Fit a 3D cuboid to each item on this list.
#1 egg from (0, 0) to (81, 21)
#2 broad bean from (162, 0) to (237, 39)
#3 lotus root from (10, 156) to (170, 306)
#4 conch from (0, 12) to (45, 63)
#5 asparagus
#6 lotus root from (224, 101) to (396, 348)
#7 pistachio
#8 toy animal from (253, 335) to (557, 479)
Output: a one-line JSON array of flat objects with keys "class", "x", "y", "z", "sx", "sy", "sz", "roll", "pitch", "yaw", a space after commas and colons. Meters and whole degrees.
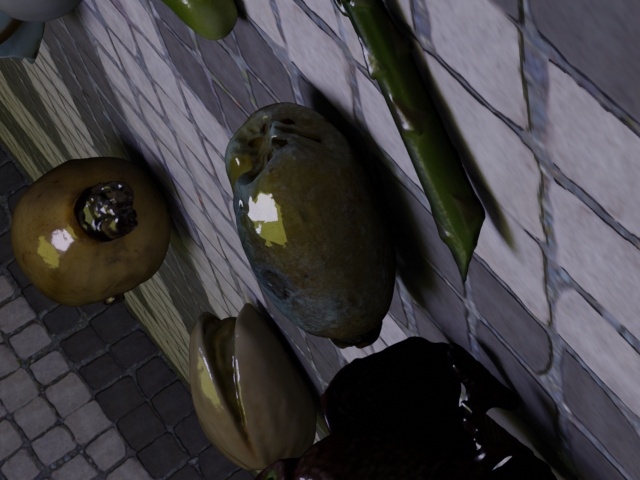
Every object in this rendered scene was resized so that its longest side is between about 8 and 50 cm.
[{"class": "egg", "x": -0.227, "y": -0.228, "z": 1.198, "sx": 0.103, "sy": 0.103, "sz": 0.135, "roll": 49, "pitch": 167, "yaw": 28}, {"class": "broad bean", "x": -0.085, "y": -0.160, "z": 0.966, "sx": 0.083, "sy": 0.045, "sz": 0.063, "roll": 47, "pitch": 170, "yaw": 1}, {"class": "lotus root", "x": -0.256, "y": -0.014, "z": 1.748, "sx": 0.183, "sy": 0.182, "sz": 0.310, "roll": 55, "pitch": 167, "yaw": -1}, {"class": "conch", "x": -0.339, "y": -0.248, "z": 1.400, "sx": 0.249, "sy": 0.197, "sz": 0.368, "roll": 19, "pitch": -176, "yaw": -32}, {"class": "asparagus", "x": 0.036, "y": -0.077, "z": 0.735, "sx": 0.034, "sy": 0.027, "sz": 0.236, "roll": -104, "pitch": -11, "yaw": -59}, {"class": "lotus root", "x": 0.000, "y": 0.000, "z": 0.962, "sx": 0.113, "sy": 0.088, "sz": 0.192, "roll": -113, "pitch": -2, "yaw": -47}, {"class": "pistachio", "x": -0.076, "y": 0.164, "z": 1.681, "sx": 0.136, "sy": 0.136, "sz": 0.226, "roll": 42, "pitch": 157, "yaw": 50}, {"class": "toy animal", "x": 0.049, "y": 0.158, "z": 0.950, "sx": 0.116, "sy": 0.179, "sz": 0.218, "roll": 57, "pitch": -167, "yaw": -38}]
